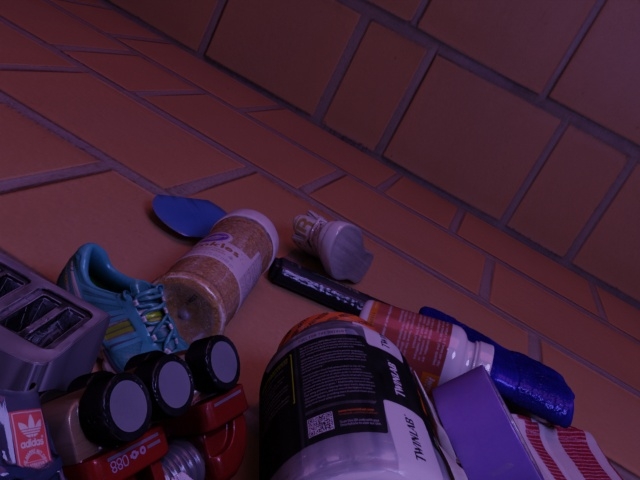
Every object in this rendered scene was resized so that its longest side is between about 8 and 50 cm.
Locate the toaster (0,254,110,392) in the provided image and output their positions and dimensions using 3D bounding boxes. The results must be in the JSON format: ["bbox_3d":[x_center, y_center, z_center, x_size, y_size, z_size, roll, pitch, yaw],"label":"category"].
[{"bbox_3d":[-0.333,0.102,0.698,0.168,0.110,0.186,28,19,2],"label":"toaster"}]

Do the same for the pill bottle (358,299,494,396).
[{"bbox_3d":[0.159,0.180,1.099,0.216,0.121,0.121,16,17,9],"label":"pill bottle"}]

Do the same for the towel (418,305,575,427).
[{"bbox_3d":[0.305,0.219,1.257,0.308,0.076,0.227,25,5,5],"label":"towel"}]

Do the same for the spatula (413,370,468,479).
[{"bbox_3d":[0.168,0.294,0.829,0.168,0.019,0.242,-114,180,-61],"label":"spatula"}]

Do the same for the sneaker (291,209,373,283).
[{"bbox_3d":[0.000,0.000,1.384,0.169,0.108,0.292,31,-6,18],"label":"sneaker"}]

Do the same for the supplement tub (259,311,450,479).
[{"bbox_3d":[0.027,0.221,0.764,0.193,0.194,0.316,23,20,-14],"label":"supplement tub"}]

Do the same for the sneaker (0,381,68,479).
[{"bbox_3d":[-0.223,0.194,0.493,0.350,0.148,0.131,32,-3,15],"label":"sneaker"}]

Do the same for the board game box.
[{"bbox_3d":[-0.242,-0.032,1.306,0.168,0.033,0.133,4,35,-40],"label":"board game box"}]

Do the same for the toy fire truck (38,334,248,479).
[{"bbox_3d":[-0.133,0.230,0.644,0.217,0.158,0.247,-13,87,-64],"label":"toy fire truck"}]

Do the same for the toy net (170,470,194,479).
[{"bbox_3d":[-0.050,0.288,0.552,0.122,0.045,0.232,-16,80,-56],"label":"toy net"}]

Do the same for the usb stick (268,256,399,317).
[{"bbox_3d":[0.033,0.104,1.309,0.277,0.045,0.077,24,17,-11],"label":"usb stick"}]

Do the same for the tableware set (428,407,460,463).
[{"bbox_3d":[0.233,0.320,1.062,0.141,0.020,0.169,26,19,-5],"label":"tableware set"}]

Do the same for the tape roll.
[{"bbox_3d":[0.228,0.269,0.922,0.189,0.080,0.189,59,8,-14],"label":"tape roll"}]

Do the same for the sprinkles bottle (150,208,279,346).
[{"bbox_3d":[-0.157,0.050,1.066,0.121,0.121,0.355,28,19,-1],"label":"sprinkles bottle"}]

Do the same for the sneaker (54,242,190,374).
[{"bbox_3d":[-0.224,0.106,0.841,0.275,0.110,0.107,35,20,17],"label":"sneaker"}]

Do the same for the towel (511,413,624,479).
[{"bbox_3d":[0.389,0.373,1.085,0.328,0.037,0.237,20,25,-30],"label":"towel"}]
